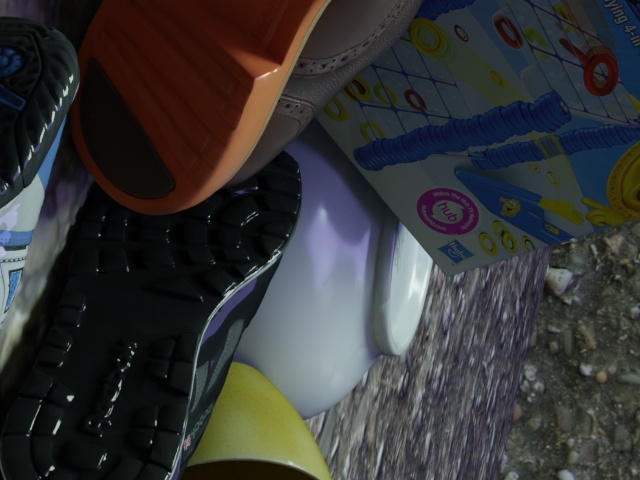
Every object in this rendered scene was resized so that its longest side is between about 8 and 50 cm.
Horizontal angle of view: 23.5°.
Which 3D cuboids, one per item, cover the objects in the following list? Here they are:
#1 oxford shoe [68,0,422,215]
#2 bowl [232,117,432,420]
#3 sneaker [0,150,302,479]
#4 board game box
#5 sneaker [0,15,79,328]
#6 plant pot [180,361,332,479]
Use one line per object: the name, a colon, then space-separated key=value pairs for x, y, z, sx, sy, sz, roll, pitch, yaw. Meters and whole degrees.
oxford shoe: x=0.010 y=-0.167 z=0.733 sx=0.364 sy=0.130 sz=0.132 roll=-49 pitch=164 yaw=33
bowl: x=0.000 y=0.000 z=1.044 sx=0.298 sy=0.134 sz=0.298 roll=9 pitch=90 yaw=-76
sneaker: x=-0.095 y=0.060 z=0.829 sx=0.124 sy=0.107 sz=0.283 roll=104 pitch=9 yaw=-49
board game box: x=0.117 y=-0.144 z=0.848 sx=0.308 sy=0.302 sz=0.086 roll=49 pitch=43 yaw=-26
sneaker: x=-0.154 y=0.006 z=0.589 sx=0.081 sy=0.080 sz=0.211 roll=83 pitch=30 yaw=-64
plant pot: x=-0.060 y=0.130 z=0.930 sx=0.134 sy=0.134 sz=0.095 roll=81 pitch=1 yaw=-48
